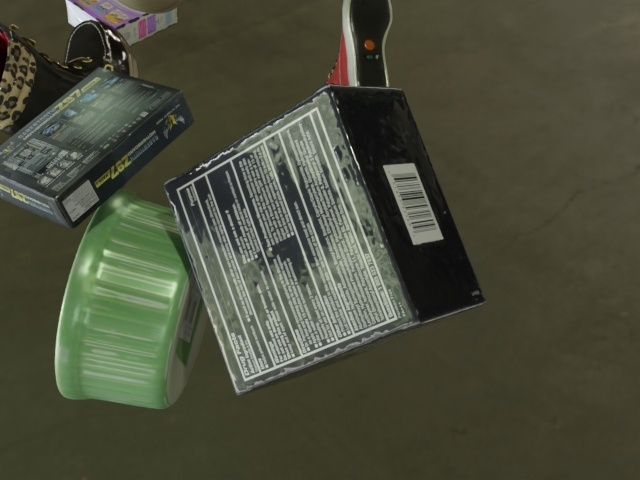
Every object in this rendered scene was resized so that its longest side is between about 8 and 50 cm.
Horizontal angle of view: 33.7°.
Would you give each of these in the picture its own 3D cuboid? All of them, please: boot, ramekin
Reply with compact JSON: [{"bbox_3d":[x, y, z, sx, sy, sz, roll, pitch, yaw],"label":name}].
[{"bbox_3d":[0.049,-0.329,1.838,0.088,0.244,0.176,6,-12,-23],"label":"boot"},{"bbox_3d":[-0.246,0.090,1.487,0.148,0.303,0.303,13,35,3],"label":"ramekin"},{"bbox_3d":[-0.442,-0.271,1.736,0.138,0.284,0.377,-24,54,26],"label":"boot"}]

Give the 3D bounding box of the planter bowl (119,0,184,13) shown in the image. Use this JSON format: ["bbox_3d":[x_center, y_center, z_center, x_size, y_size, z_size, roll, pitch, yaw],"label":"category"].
[{"bbox_3d":[-0.293,-0.450,1.722,0.162,0.162,0.109,-4,12,15],"label":"planter bowl"}]

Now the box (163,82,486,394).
[{"bbox_3d":[0.000,0.000,1.324,0.294,0.296,0.182,-25,-10,34],"label":"box"}]

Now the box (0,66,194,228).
[{"bbox_3d":[-0.309,-0.128,1.398,0.183,0.059,0.233,20,54,37],"label":"box"}]

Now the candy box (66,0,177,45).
[{"bbox_3d":[-0.455,-0.530,2.438,0.165,0.070,0.196,36,53,25],"label":"candy box"}]
